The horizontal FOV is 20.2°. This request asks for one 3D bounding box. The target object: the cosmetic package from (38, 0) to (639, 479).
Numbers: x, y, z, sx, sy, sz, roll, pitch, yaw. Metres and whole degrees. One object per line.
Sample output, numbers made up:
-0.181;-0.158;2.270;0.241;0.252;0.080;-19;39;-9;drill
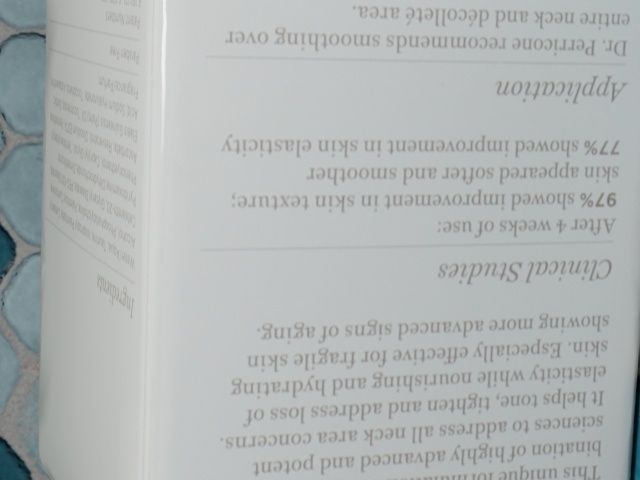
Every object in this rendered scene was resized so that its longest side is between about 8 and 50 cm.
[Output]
0.000;0.000;1.210;0.327;0.329;0.394;-155;67;-68;cosmetic package
